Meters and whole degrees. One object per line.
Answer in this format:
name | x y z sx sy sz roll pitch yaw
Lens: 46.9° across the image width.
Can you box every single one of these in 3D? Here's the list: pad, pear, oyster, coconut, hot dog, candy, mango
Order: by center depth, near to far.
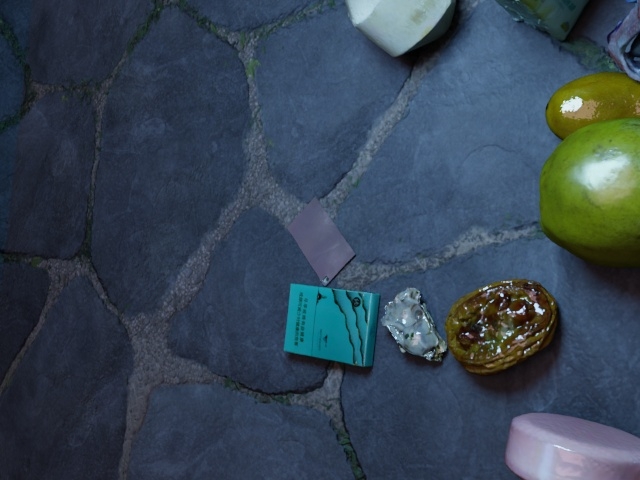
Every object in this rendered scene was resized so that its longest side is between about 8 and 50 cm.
pear | 0.511 -0.075 1.197 0.307 0.253 0.253 6 88 28
candy | 0.434 0.358 1.204 0.255 0.255 0.094 11 91 37
mango | 0.514 -0.231 1.302 0.227 0.099 0.136 3 82 28
hot dog | 0.336 0.163 1.388 0.227 0.099 0.160 -37 65 24
coconut | 0.174 -0.501 1.519 0.241 0.241 0.241 -5 82 36
oyster | 0.190 0.183 1.520 0.108 0.053 0.165 -30 59 10
pad | 0.000 0.000 1.711 0.113 0.006 0.188 -48 58 23

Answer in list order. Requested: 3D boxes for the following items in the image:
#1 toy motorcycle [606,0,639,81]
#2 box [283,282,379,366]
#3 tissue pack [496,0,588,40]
toy motorcycle | 0.598 -0.329 1.132 0.182 0.319 0.241 -33 104 -3
box | 0.022 0.186 1.649 0.226 0.042 0.161 4 88 37
tissue pack | 0.440 -0.575 1.280 0.162 0.287 0.388 37 107 27
